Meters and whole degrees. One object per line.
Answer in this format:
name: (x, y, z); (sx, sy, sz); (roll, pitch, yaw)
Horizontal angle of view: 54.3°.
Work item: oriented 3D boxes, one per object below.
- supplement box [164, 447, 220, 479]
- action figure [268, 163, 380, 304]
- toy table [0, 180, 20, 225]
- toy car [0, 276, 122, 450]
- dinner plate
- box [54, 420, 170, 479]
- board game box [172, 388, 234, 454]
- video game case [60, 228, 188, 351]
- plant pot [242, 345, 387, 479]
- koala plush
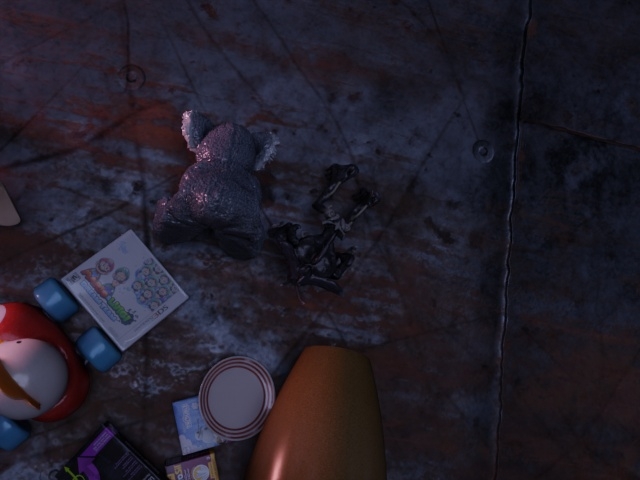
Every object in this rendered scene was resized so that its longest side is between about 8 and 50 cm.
supplement box: (-0.214, 0.386, 1.041); (0.083, 0.043, 0.054); (-12, 87, -14)
action figure: (0.000, 0.000, 1.097); (0.164, 0.141, 0.275); (38, 60, -8)
toy table: (-0.580, -0.109, 0.929); (0.161, 0.274, 0.252); (-24, 51, -19)
toy car: (-0.441, 0.182, 0.914); (0.219, 0.238, 0.210); (-40, 93, -15)
dinner plate: (-0.144, 0.270, 1.073); (0.141, 0.017, 0.141); (8, 74, -30)
box: (-0.325, 0.387, 0.999); (0.162, 0.029, 0.116); (42, 90, 2)
board game box: (-0.200, 0.309, 1.066); (0.090, 0.020, 0.090); (-12, 85, -15)
video game case: (-0.328, 0.082, 1.055); (0.143, 0.019, 0.157); (-41, 93, -26)
plant pot: (0.006, 0.311, 1.025); (0.237, 0.237, 0.254); (15, 66, -11)
koala plush: (-0.163, -0.108, 1.057); (0.196, 0.203, 0.221); (15, 68, -11)
